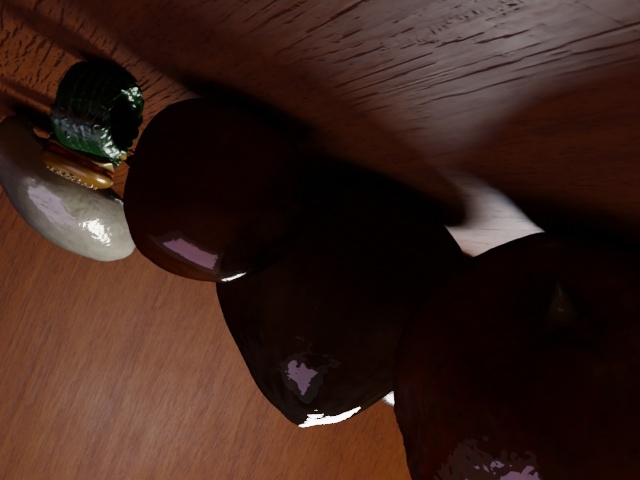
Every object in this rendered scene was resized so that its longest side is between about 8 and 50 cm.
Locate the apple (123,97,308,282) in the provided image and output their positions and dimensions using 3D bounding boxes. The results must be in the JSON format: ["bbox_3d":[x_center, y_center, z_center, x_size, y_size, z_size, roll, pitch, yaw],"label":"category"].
[{"bbox_3d":[-0.122,-0.057,1.308,0.230,0.230,0.230,22,174,2],"label":"apple"}]

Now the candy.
[{"bbox_3d":[-0.566,-0.107,2.307,0.386,0.186,0.427,42,173,12],"label":"candy"}]

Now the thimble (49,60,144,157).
[{"bbox_3d":[-0.293,-0.171,1.414,0.090,0.118,0.130,17,-169,10],"label":"thimble"}]

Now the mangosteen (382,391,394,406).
[{"bbox_3d":[0.204,0.181,2.073,0.300,0.300,0.300,22,174,2],"label":"mangosteen"}]

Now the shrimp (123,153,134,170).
[{"bbox_3d":[-0.354,-0.077,2.265,0.262,0.198,0.051,31,-152,-30],"label":"shrimp"}]

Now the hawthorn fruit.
[{"bbox_3d":[0.267,0.158,1.221,0.403,0.403,0.403,22,174,2],"label":"hawthorn fruit"}]

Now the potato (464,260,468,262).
[{"bbox_3d":[0.238,0.066,1.798,0.103,0.096,0.066,39,-159,-30],"label":"potato"}]

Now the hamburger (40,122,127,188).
[{"bbox_3d":[-0.445,-0.165,2.014,0.162,0.115,0.162,24,174,3],"label":"hamburger"}]

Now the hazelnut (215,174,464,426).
[{"bbox_3d":[0.016,0.075,1.538,0.359,0.359,0.409,21,165,10],"label":"hazelnut"}]
